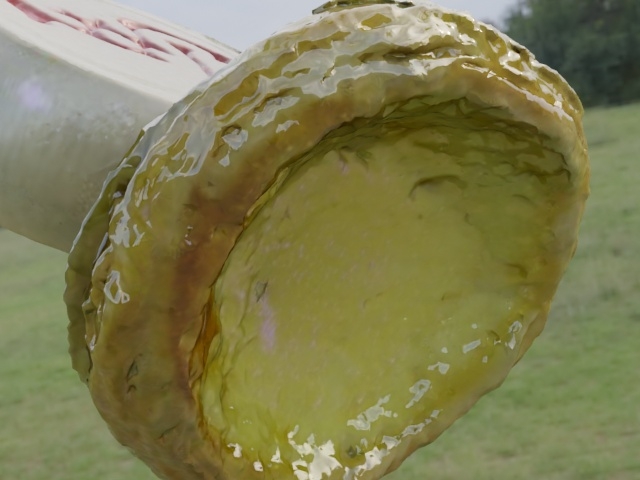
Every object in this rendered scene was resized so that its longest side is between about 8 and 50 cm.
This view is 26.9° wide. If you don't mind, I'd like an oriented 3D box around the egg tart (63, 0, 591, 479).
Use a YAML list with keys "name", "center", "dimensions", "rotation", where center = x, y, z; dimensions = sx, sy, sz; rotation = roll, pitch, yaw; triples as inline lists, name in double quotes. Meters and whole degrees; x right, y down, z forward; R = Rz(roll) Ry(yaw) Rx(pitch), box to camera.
- name: "egg tart"
  center: [0.000, 0.000, 0.657]
  dimensions: [0.294, 0.294, 0.123]
  rotation: [-14, 40, -33]

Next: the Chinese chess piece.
- name: "Chinese chess piece"
  center: [-0.123, -0.074, 0.814]
  dimensions: [0.273, 0.102, 0.273]
  rotation: [20, 17, -7]
